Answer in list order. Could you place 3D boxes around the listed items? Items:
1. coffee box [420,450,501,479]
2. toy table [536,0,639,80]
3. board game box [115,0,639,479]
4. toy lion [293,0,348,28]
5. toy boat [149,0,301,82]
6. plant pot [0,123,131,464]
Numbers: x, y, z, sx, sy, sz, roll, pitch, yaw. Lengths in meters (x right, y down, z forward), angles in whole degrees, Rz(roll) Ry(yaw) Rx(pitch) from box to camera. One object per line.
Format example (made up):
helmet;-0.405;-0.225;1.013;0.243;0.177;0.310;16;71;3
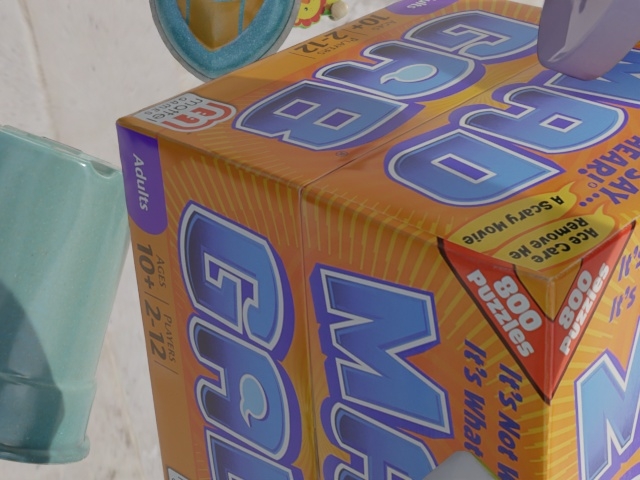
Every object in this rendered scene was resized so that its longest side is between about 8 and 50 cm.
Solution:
coffee box;0.092;0.372;0.589;0.334;0.337;0.338;-39;113;-2
toy table;0.129;-0.230;0.706;0.160;0.252;0.274;17;119;-8
board game box;0.115;0.056;0.956;0.356;0.356;0.357;-30;128;-39
toy lion;-0.012;-0.329;1.703;0.096;0.034;0.100;1;93;-14
toy boat;-0.179;-0.324;1.553;0.318;0.148;0.268;4;100;4
plant pot;-0.376;0.039;1.498;0.341;0.341;0.334;19;92;-10
